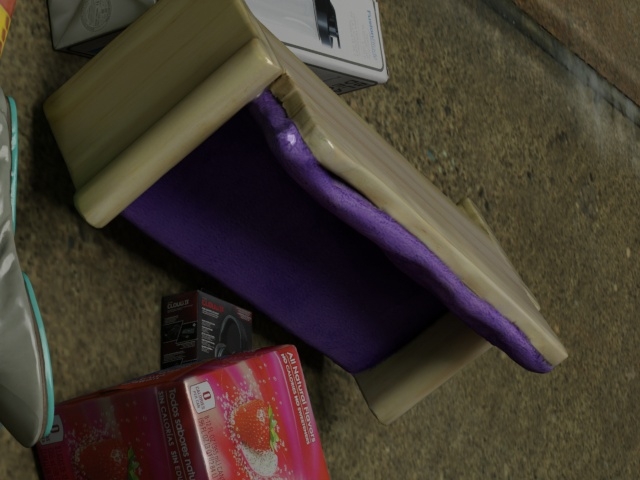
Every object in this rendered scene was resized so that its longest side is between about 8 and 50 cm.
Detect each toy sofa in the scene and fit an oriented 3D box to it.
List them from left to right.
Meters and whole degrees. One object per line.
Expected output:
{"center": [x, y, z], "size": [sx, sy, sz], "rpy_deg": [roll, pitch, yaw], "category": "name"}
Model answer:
{"center": [0.000, 0.000, 1.114], "size": [0.362, 0.150, 0.177], "rpy_deg": [38, 18, -47], "category": "toy sofa"}

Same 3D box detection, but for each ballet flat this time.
{"center": [-0.198, 0.013, 0.953], "size": [0.068, 0.072, 0.213], "rpy_deg": [-3, 78, -30], "category": "ballet flat"}

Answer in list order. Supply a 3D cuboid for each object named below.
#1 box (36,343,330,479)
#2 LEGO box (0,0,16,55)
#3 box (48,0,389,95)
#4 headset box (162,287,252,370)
{"center": [-0.063, 0.202, 1.020], "size": [0.128, 0.122, 0.257], "rpy_deg": [-12, 88, -59], "category": "box"}
{"center": [-0.313, 0.087, 0.434], "size": [0.193, 0.372, 0.500], "rpy_deg": [43, 44, -41], "category": "LEGO box"}
{"center": [-0.071, -0.199, 1.205], "size": [0.290, 0.087, 0.169], "rpy_deg": [4, 74, -57], "category": "box"}
{"center": [-0.075, 0.074, 1.139], "size": [0.062, 0.032, 0.083], "rpy_deg": [27, 57, -51], "category": "headset box"}
